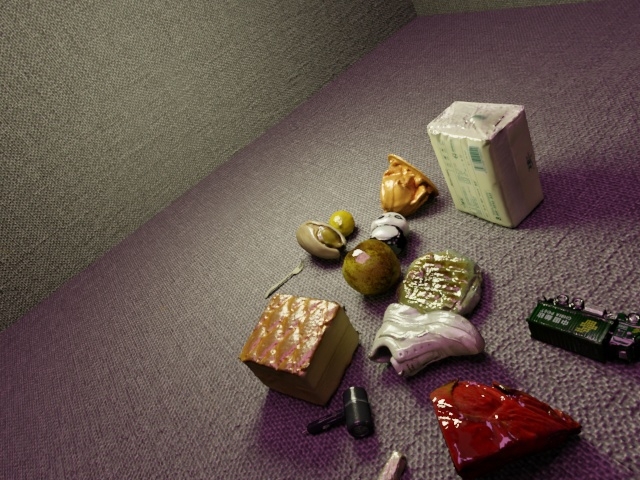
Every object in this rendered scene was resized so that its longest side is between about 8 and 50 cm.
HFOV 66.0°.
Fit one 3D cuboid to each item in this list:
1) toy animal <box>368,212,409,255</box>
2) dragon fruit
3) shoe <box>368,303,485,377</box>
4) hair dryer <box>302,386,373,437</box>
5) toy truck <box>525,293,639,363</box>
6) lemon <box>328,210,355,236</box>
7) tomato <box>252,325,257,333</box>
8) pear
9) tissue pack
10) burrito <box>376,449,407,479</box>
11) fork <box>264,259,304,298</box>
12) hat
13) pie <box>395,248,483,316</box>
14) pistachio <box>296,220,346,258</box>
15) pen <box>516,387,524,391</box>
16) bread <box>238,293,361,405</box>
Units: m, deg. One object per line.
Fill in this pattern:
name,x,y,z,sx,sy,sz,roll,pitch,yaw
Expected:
toy animal,0.247,-0.026,1.837,0.166,0.138,0.179,7,52,20
dragon fruit,0.412,0.432,1.118,0.330,0.240,0.302,-3,25,-3
shoe,0.288,0.307,1.397,0.342,0.132,0.210,4,49,47
hair dryer,0.041,0.508,1.384,0.219,0.071,0.124,-28,34,17
toy truck,0.674,0.221,1.242,0.121,0.088,0.259,-46,35,-23
lemon,0.089,-0.069,2.037,0.109,0.109,0.133,-20,14,16
tomato,-0.186,0.338,1.745,0.159,0.091,0.139,18,58,46
pear,0.179,0.099,1.692,0.197,0.197,0.197,-20,35,15
tissue pack,0.563,-0.264,1.685,0.207,0.380,0.297,-41,36,-14
burrito,0.166,0.586,1.202,0.055,0.041,0.149,13,52,29
fork,-0.144,0.161,2.003,0.219,0.028,0.034,-44,43,-11
hat,0.295,-0.172,1.949,0.233,0.244,0.233,-51,29,-5
pie,0.377,0.143,1.582,0.306,0.071,0.306,-21,33,14
pistachio,0.000,0.000,1.977,0.238,0.153,0.137,22,62,42
pen,0.426,0.427,1.215,0.197,0.032,0.053,-38,34,-7
bread,-0.063,0.336,1.549,0.279,0.207,0.279,1,48,35
